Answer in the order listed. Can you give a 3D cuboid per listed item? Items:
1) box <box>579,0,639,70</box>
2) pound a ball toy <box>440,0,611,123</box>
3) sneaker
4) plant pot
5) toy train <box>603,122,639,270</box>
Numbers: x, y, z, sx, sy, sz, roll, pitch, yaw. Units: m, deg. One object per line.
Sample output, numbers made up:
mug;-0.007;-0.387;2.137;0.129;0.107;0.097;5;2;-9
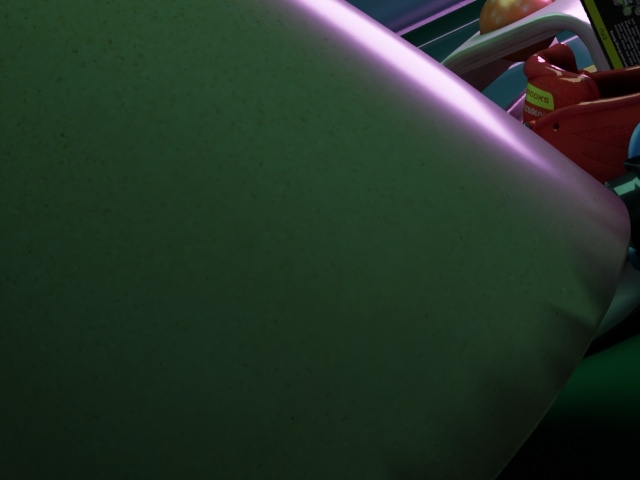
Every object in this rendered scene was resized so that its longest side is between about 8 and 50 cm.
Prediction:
box;0.238;-0.141;0.963;0.184;0.191;0.045;-20;13;35
pound a ball toy;0.139;-0.118;1.262;0.208;0.136;0.319;-20;10;28
sneaker;0.121;-0.030;0.816;0.279;0.118;0.107;-36;9;22
plant pot;-0.075;-0.018;0.632;0.256;0.274;0.256;-44;11;11
toy train;0.202;-0.024;0.676;0.184;0.105;0.080;-25;5;-1
